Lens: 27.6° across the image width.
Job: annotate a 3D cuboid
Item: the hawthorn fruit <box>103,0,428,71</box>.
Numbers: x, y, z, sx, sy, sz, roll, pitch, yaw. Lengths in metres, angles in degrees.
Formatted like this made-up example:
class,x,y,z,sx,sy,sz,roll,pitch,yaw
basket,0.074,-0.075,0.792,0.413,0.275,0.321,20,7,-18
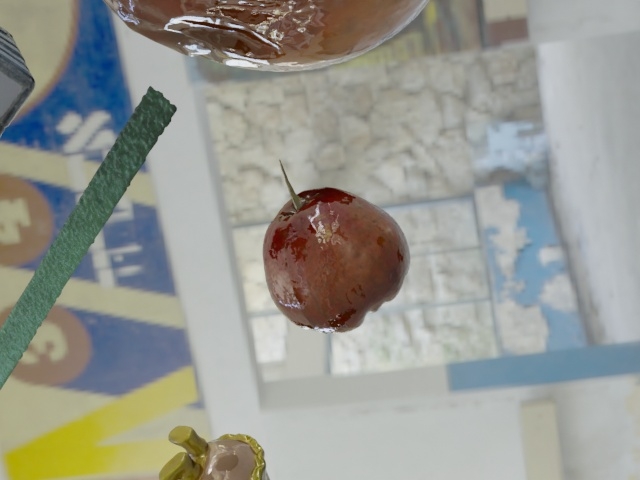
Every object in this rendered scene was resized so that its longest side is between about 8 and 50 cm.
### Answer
class,x,y,z,sx,sy,sz,roll,pitch,yaw
hawthorn fruit,-0.066,-0.387,1.383,0.472,0.471,0.472,-8,-90,-85

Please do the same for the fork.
class,x,y,z,sx,sy,sz,roll,pitch,yaw
fork,-0.100,0.046,0.403,0.235,0.039,0.021,-52,-5,24

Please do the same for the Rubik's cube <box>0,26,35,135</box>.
class,x,y,z,sx,sy,sz,roll,pitch,yaw
Rubik's cube,-0.415,-0.128,1.141,0.237,0.238,0.237,34,-177,-25

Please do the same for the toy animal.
class,x,y,z,sx,sy,sz,roll,pitch,yaw
toy animal,-0.092,0.305,1.491,0.230,0.156,0.156,45,-155,-28

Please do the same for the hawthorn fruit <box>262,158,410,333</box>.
class,x,y,z,sx,sy,sz,roll,pitch,yaw
hawthorn fruit,0.004,0.016,1.071,0.125,0.140,0.125,-44,32,38
